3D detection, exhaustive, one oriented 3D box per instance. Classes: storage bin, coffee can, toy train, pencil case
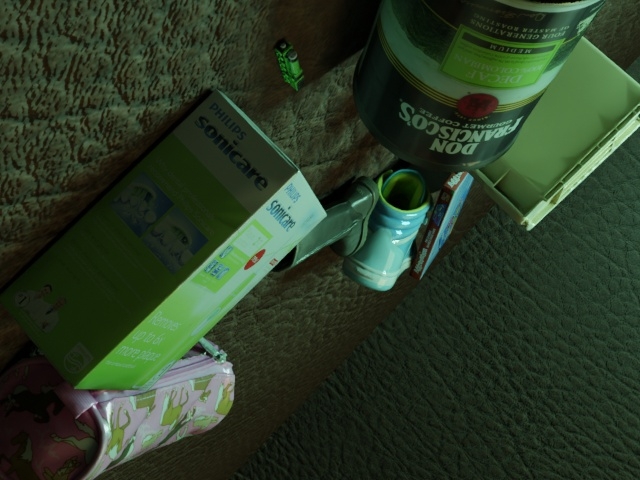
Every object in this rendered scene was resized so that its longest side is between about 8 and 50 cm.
[{"bbox_3d":[0.299,-0.192,1.307,0.260,0.262,0.123,-43,167,-4],"label":"storage bin"},{"bbox_3d":[0.157,-0.224,0.891,0.201,0.201,0.275,-38,166,-25],"label":"coffee can"},{"bbox_3d":[-0.028,-0.172,0.878,0.017,0.024,0.083,-43,168,-5],"label":"toy train"},{"bbox_3d":[-0.247,0.203,1.105,0.386,0.160,0.167,1,105,-72],"label":"pencil case"}]

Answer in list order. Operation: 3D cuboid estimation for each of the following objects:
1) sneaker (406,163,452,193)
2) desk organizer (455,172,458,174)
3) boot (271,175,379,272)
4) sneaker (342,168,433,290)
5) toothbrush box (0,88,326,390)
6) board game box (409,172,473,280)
[{"bbox_3d":[0.241,-0.172,1.659,0.212,0.080,0.094,-44,-168,19],"label":"sneaker"},{"bbox_3d":[0.193,-0.146,1.121,0.047,0.050,0.130,-35,164,-33],"label":"desk organizer"},{"bbox_3d":[-0.002,0.000,1.414,0.208,0.076,0.190,-42,156,-40],"label":"boot"},{"bbox_3d":[0.147,-0.049,1.635,0.319,0.127,0.208,-59,171,-68],"label":"sneaker"},{"bbox_3d":[-0.144,0.013,0.892,0.283,0.122,0.206,-45,168,-3],"label":"toothbrush box"},{"bbox_3d":[0.233,-0.055,1.624,0.145,0.027,0.281,-51,165,-33],"label":"board game box"}]
